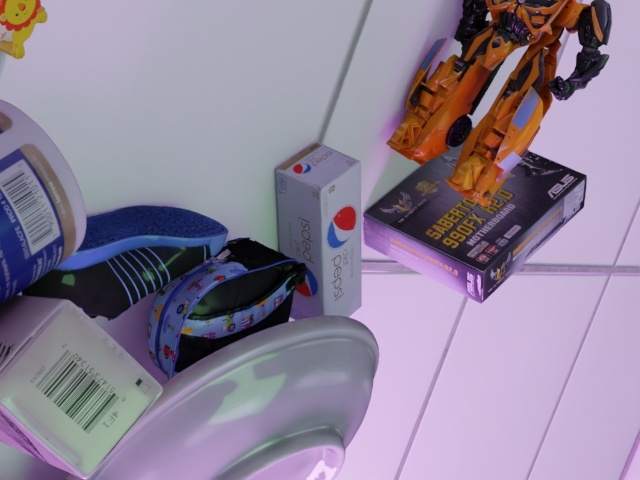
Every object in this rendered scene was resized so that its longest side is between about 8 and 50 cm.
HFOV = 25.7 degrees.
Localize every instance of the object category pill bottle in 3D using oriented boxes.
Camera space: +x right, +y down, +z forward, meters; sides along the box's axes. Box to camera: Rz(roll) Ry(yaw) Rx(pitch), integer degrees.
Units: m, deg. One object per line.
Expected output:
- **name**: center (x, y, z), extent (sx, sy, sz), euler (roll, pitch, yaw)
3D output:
- **pill bottle**: center (-0.323, 0.012, 1.073), extent (0.265, 0.153, 0.153), euler (-38, 141, -34)

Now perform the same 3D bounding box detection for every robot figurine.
- **robot figurine**: center (0.211, -0.199, 1.651), extent (0.085, 0.211, 0.291), euler (19, 104, -55)

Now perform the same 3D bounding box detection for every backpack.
- **backpack**: center (-0.114, 0.084, 1.460), extent (0.173, 0.117, 0.158), euler (-18, 127, -50)

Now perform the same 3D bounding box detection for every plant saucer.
- **plant saucer**: center (-0.086, 0.244, 1.495), extent (0.400, 0.100, 0.400), euler (-29, 155, -15)

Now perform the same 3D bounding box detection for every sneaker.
- **sneaker**: center (-0.190, 0.026, 1.352), extent (0.232, 0.081, 0.090), euler (-9, 123, -45)

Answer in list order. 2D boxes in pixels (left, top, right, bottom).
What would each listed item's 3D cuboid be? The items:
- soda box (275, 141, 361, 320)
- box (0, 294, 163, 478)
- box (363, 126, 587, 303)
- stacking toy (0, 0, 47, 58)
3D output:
- **soda box**: center (0.000, 0.000, 1.610), extent (0.074, 0.069, 0.216), euler (-37, 141, -36)
- **box**: center (-0.240, 0.110, 1.143), extent (0.113, 0.275, 0.094), euler (46, 70, -18)
- **box**: center (0.195, -0.038, 1.757), extent (0.231, 0.183, 0.056), euler (-38, 142, -33)
- **stacking toy**: center (-0.309, -0.112, 0.988), extent (0.221, 0.167, 0.052), euler (-60, 148, -4)
